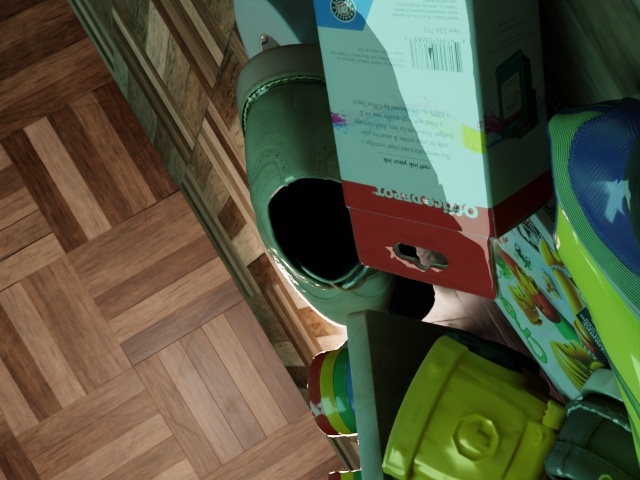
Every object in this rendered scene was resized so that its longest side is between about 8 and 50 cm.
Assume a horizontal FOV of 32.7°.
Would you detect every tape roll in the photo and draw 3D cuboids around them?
[{"bbox_3d":[-0.002,-0.173,1.104,0.219,0.072,0.219,54,167,18],"label":"tape roll"}]

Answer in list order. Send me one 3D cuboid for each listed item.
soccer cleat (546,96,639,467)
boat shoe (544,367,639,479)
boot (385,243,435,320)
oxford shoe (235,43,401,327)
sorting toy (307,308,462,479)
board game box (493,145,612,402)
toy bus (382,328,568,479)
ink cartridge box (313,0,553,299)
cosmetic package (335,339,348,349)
[{"bbox_3d":[0.209,0.039,0.698,0.121,0.093,0.289,30,144,53],"label":"soccer cleat"},{"bbox_3d":[0.264,0.228,0.845,0.109,0.091,0.305,14,147,55],"label":"boat shoe"},{"bbox_3d":[0.027,-0.026,1.281,0.207,0.094,0.246,42,165,45],"label":"boot"},{"bbox_3d":[0.000,0.000,1.026,0.397,0.140,0.147,67,-165,-55],"label":"oxford shoe"},{"bbox_3d":[0.080,0.216,1.147,0.257,0.089,0.256,17,-116,-59],"label":"sorting toy"},{"bbox_3d":[0.155,-0.020,0.878,0.305,0.053,0.193,56,168,14],"label":"board game box"},{"bbox_3d":[0.195,0.189,1.009,0.211,0.150,0.220,22,-179,29],"label":"toy bus"},{"bbox_3d":[0.080,-0.087,0.751,0.134,0.078,0.231,15,125,41],"label":"ink cartridge box"},{"bbox_3d":[0.111,0.212,1.315,0.060,0.099,0.239,-25,97,44],"label":"cosmetic package"}]
